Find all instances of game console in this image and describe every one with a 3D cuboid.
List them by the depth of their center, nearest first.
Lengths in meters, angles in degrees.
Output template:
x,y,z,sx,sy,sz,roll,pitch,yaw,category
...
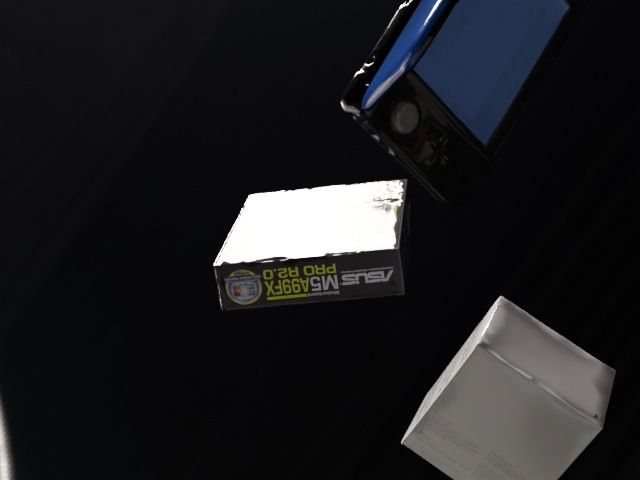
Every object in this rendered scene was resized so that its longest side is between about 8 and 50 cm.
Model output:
x,y,z,sx,sy,sz,roll,pitch,yaw,category
0.164,-0.196,1.004,0.250,0.293,0.173,40,-14,-36,game console

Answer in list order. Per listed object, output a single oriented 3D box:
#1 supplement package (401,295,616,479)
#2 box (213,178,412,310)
x,y,z,sx,sy,sz,roll,pitch,yaw,category
0.256,0.227,1.618,0.194,0.203,0.149,34,31,4,supplement package
0.000,0.000,1.467,0.216,0.060,0.270,-5,20,7,box
